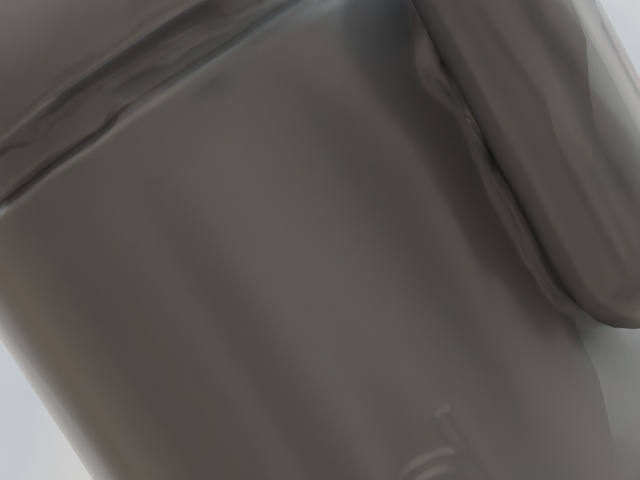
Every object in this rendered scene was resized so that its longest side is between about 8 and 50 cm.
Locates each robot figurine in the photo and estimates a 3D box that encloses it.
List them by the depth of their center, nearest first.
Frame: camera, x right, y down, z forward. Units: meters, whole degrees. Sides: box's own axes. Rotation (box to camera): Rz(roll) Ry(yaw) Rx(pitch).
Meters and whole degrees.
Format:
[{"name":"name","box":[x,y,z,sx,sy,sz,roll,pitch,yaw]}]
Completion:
[{"name":"robot figurine","box":[0.000,0.000,0.609,0.353,0.200,0.300,56,-40,0]}]
